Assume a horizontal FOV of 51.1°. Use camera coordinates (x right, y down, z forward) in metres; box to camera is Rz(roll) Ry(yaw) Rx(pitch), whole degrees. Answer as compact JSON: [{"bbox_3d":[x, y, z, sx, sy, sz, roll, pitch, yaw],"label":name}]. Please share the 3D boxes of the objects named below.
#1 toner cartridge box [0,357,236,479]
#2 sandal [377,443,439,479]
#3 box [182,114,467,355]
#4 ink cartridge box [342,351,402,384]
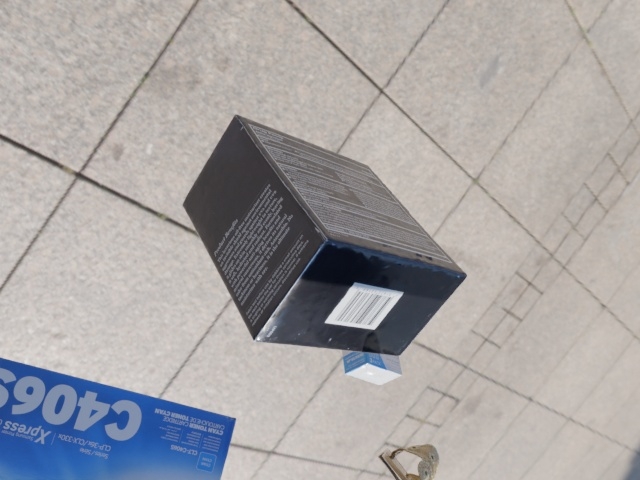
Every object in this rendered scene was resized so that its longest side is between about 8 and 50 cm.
[{"bbox_3d":[-0.303,0.278,0.899,0.347,0.075,0.165,16,71,-8],"label":"toner cartridge box"},{"bbox_3d":[0.150,0.354,1.075,0.079,0.088,0.240,-37,173,-9],"label":"sandal"},{"bbox_3d":[0.000,0.000,0.985,0.296,0.294,0.183,15,120,-42],"label":"box"},{"bbox_3d":[0.093,0.182,1.325,0.104,0.181,0.061,26,134,-38],"label":"ink cartridge box"}]
